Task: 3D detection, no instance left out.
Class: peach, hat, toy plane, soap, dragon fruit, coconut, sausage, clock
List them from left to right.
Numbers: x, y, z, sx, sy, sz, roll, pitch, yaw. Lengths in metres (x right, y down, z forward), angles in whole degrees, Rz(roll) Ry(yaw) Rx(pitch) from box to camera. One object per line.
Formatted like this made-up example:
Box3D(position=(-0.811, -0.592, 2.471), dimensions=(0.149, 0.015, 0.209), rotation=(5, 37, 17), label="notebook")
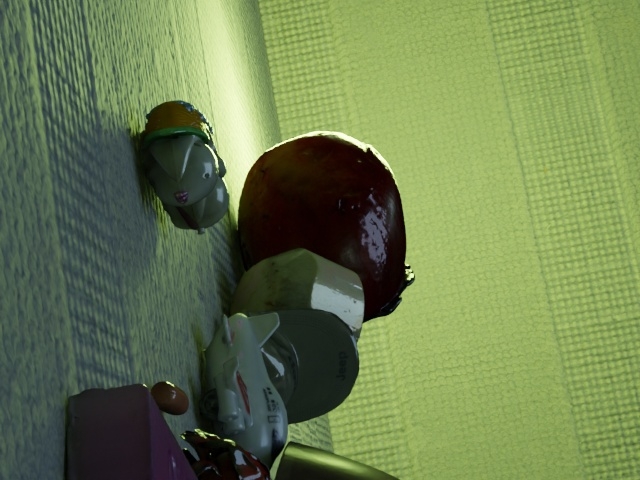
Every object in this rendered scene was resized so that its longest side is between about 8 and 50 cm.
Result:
Box3D(position=(-0.158, 0.272, 1.185), dimensions=(0.259, 0.081, 0.181), rotation=(75, 6, -50), label="soap")
Box3D(position=(-0.176, 0.186, 1.510), dimensions=(0.083, 0.034, 0.034), rotation=(67, 13, -72), label="sausage")
Box3D(position=(-0.180, -0.092, 1.728), dimensions=(0.231, 0.103, 0.144), rotation=(64, 18, -69), label="clock")
Box3D(position=(-0.118, 0.301, 1.550), dimensions=(0.121, 0.130, 0.142), rotation=(-51, 142, -39), label="dragon fruit")
Box3D(position=(-0.108, 0.224, 1.848), dimensions=(0.252, 0.118, 0.252), rotation=(-9, 90, -84), label="toy plane")
Box3D(position=(-0.044, 0.216, 2.066), dimensions=(0.149, 0.244, 0.214), rotation=(-132, -143, -73), label="hat")
Box3D(position=(-0.028, 0.133, 2.240), dimensions=(0.241, 0.241, 0.241), rotation=(-11, 90, -86), label="coconut")
Box3D(position=(0.000, 0.000, 2.510), dimensions=(0.353, 0.339, 0.417), rotation=(49, 29, -67), label="peach")

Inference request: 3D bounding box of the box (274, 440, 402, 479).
Box3D(position=(0.023, 0.440, 1.816), dimensions=(0.301, 0.216, 0.301), rotation=(12, 90, -84), label="box")
